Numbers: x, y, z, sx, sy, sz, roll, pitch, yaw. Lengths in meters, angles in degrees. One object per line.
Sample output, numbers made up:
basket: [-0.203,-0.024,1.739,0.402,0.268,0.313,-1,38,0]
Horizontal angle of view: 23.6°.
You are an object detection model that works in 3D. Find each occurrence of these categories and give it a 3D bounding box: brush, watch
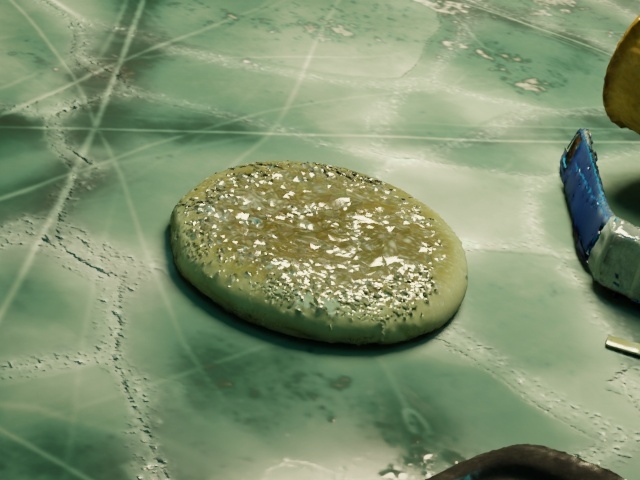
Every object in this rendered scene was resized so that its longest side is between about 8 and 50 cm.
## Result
brush: [0.277,0.092,1.260,0.083,0.013,0.016,17,32,10]
watch: [0.368,-0.005,1.425,0.276,0.068,0.274,12,25,-1]

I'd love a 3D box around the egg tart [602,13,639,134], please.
egg tart: [0.386,-0.156,1.461,0.215,0.215,0.171,-11,49,-35]

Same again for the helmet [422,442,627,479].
helmet: [0.123,0.237,0.816,0.198,0.154,0.253,-23,23,-18]

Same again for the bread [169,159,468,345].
bread: [0.000,0.000,1.284,0.267,0.040,0.267,9,29,-5]
